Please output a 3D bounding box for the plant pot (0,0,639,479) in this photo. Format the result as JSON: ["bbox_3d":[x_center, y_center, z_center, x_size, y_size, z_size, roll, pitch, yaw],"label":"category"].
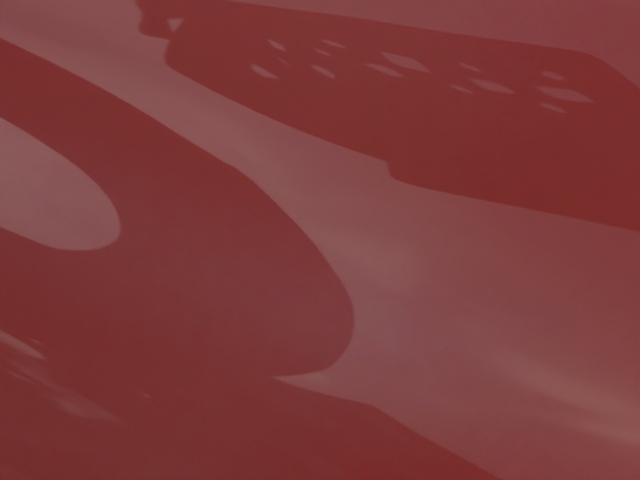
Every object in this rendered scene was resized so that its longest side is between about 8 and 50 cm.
[{"bbox_3d":[0.000,0.000,0.440,0.275,0.243,0.275,-159,90,-83],"label":"plant pot"}]
